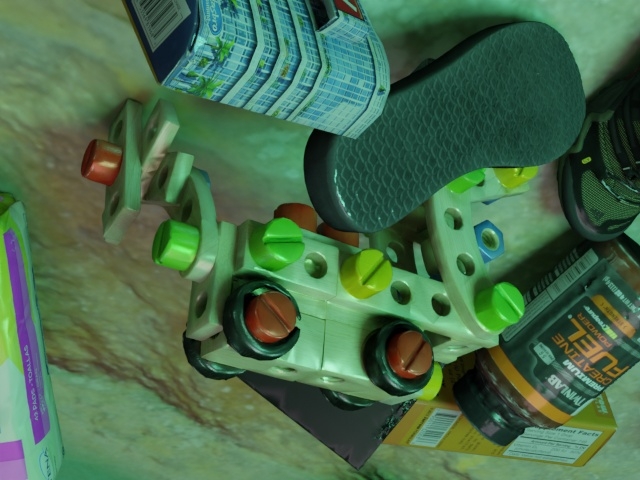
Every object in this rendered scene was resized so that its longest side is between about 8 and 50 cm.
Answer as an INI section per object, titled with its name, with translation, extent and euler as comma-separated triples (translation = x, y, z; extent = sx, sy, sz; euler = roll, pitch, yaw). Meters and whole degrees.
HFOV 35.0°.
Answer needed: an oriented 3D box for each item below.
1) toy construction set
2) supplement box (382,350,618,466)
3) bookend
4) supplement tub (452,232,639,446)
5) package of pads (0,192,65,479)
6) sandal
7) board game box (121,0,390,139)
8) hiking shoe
[toy construction set]
translation = 0.000, 0.000, 0.690
extent = 0.328, 0.215, 0.151
euler = 11, 155, -15
[supplement box]
translation = 0.163, 0.157, 0.974
extent = 0.234, 0.078, 0.080
euler = 12, 132, -21
[bookend]
translation = 0.018, 0.078, 0.852
extent = 0.157, 0.072, 0.156
euler = 38, 94, -6
[supplement tub]
translation = 0.204, 0.086, 0.854
extent = 0.106, 0.106, 0.198
euler = 31, 112, -35
[package of pads]
translation = -0.352, 0.083, 0.734
extent = 0.297, 0.101, 0.229
euler = -5, 106, -3
[sandal]
translation = 0.082, -0.080, 0.648
extent = 0.255, 0.054, 0.097
euler = -22, 107, -37
[board game box]
translation = -0.029, -0.153, 0.535
extent = 0.060, 0.194, 0.194
euler = -39, 154, 30
[hiking shoe]
translation = 0.239, -0.066, 0.712
extent = 0.086, 0.114, 0.227
euler = 8, 135, -14
